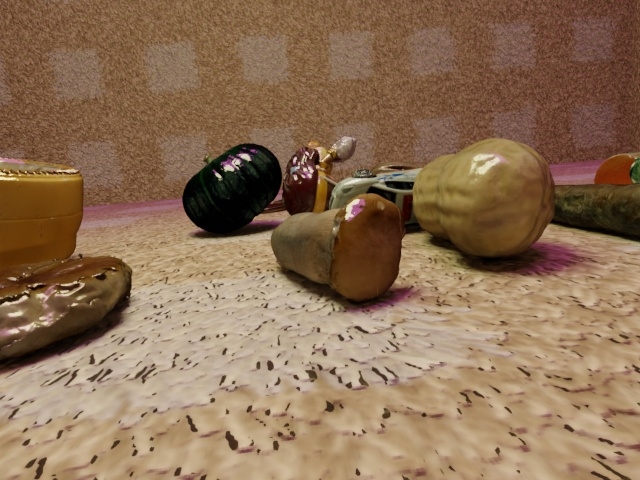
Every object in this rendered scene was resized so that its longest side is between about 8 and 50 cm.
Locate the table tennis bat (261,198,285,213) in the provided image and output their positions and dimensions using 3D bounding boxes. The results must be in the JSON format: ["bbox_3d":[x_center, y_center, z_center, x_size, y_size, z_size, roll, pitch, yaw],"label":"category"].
[{"bbox_3d":[-0.135,-0.095,1.218,0.130,0.019,0.220,-2,11,18],"label":"table tennis bat"}]

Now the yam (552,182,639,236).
[{"bbox_3d":[0.329,-0.045,0.549,0.061,0.061,0.274,-6,9,-4],"label":"yam"}]

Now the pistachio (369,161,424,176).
[{"bbox_3d":[0.161,-0.110,0.877,0.149,0.113,0.113,-3,10,18],"label":"pistachio"}]

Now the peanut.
[{"bbox_3d":[0.171,-0.046,0.484,0.124,0.123,0.256,-5,6,2],"label":"peanut"}]

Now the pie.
[{"bbox_3d":[-0.238,0.046,0.338,0.195,0.046,0.195,-4,9,1],"label":"pie"}]

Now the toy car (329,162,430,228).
[{"bbox_3d":[0.112,-0.056,0.634,0.205,0.095,0.056,-9,28,-21],"label":"toy car"}]

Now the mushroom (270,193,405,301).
[{"bbox_3d":[0.000,0.000,0.410,0.071,0.084,0.209,14,-2,-25],"label":"mushroom"}]

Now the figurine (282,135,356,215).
[{"bbox_3d":[-0.010,-0.121,0.841,0.116,0.174,0.240,18,31,-1],"label":"figurine"}]

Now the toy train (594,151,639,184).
[{"bbox_3d":[0.588,-0.110,0.683,0.286,0.116,0.177,-7,-2,-7],"label":"toy train"}]

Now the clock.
[{"bbox_3d":[-0.483,-0.038,0.577,0.317,0.200,0.244,4,13,0],"label":"clock"}]

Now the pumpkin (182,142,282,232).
[{"bbox_3d":[-0.164,-0.100,0.809,0.202,0.140,0.202,-33,13,9],"label":"pumpkin"}]
